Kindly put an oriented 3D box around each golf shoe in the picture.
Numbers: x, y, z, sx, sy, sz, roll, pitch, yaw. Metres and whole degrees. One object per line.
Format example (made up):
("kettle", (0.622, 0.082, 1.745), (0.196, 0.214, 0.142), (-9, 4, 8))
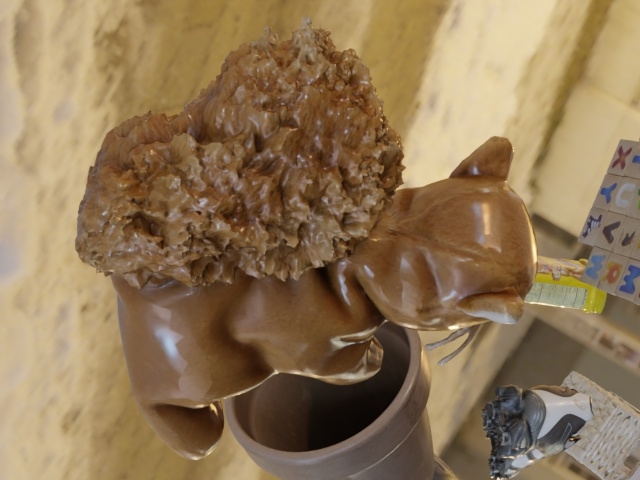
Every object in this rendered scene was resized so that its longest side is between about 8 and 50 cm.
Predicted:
("golf shoe", (0.202, 0.178, 1.224), (0.198, 0.093, 0.077), (92, -9, -76))

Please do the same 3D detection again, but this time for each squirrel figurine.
("squirrel figurine", (0.000, 0.000, 1.179), (0.397, 0.370, 0.281), (63, 28, -54))

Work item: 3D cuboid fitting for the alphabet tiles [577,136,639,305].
("alphabet tiles", (0.471, -0.053, 1.855), (0.285, 0.011, 0.342), (-67, -164, 2))

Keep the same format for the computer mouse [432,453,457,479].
("computer mouse", (0.133, 0.340, 1.999), (0.072, 0.272, 0.188), (-44, 173, 20))

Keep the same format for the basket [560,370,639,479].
("basket", (0.406, 0.277, 1.920), (0.113, 0.103, 0.167), (-56, -160, 3))

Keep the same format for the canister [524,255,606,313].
("canister", (0.350, 0.062, 2.056), (0.126, 0.169, 0.073), (-104, -159, -80))

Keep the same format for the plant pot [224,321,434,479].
("plant pot", (0.044, 0.237, 1.679), (0.263, 0.263, 0.229), (-53, 133, -26))
